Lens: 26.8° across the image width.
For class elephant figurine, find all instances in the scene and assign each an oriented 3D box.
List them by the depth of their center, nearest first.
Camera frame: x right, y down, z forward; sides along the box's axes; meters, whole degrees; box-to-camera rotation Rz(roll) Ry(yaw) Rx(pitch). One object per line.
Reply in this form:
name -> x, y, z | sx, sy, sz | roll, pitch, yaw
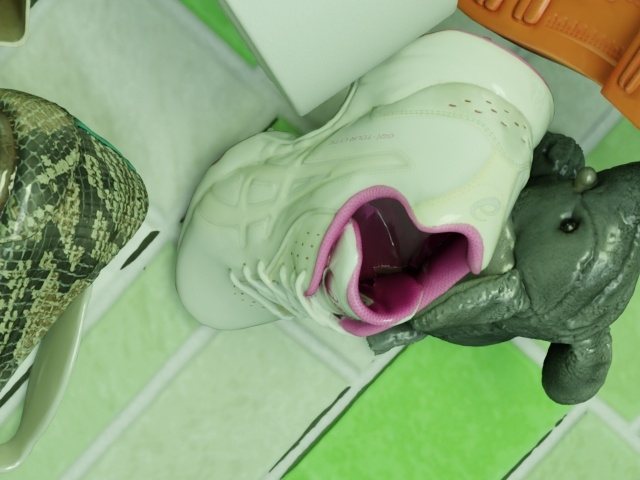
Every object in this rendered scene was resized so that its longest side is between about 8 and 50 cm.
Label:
elephant figurine -> 0.127, 0.014, 0.810 | 0.169, 0.239, 0.186 | -10, 111, -9

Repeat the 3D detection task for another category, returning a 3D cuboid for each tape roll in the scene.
tape roll -> -0.050, -0.205, 0.672 | 0.100, 0.286, 0.286 | -33, 112, 2

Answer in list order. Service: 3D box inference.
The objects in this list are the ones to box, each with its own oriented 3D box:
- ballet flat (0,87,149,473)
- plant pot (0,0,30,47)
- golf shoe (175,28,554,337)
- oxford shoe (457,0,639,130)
ballet flat -> -0.267, 0.128, 0.822 | 0.483, 0.164, 0.182 | -51, 139, 10
plant pot -> -0.215, -0.174, 0.748 | 0.109, 0.096, 0.109 | 3, 107, -13
golf shoe -> 0.000, 0.000, 0.771 | 0.115, 0.140, 0.306 | 31, 140, -22
oxford shoe -> 0.173, -0.138, 0.729 | 0.132, 0.364, 0.130 | 14, 121, -39
